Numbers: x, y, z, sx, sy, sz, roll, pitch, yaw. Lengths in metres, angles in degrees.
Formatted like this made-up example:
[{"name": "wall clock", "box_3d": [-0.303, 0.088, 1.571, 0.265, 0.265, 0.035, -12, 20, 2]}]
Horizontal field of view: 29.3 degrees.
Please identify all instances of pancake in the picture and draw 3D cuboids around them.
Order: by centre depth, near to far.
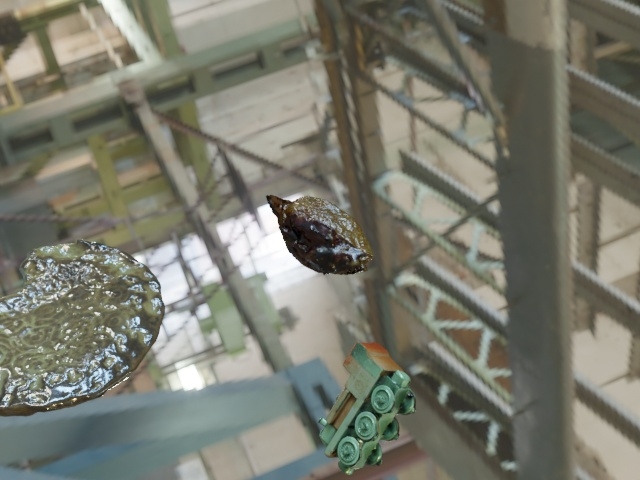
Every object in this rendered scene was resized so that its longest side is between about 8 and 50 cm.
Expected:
[{"name": "pancake", "box_3d": [-0.328, 0.095, 1.417, 0.288, 0.286, 0.033, -78, 173, -50]}]

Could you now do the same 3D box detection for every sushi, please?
[{"name": "sushi", "box_3d": [0.000, 0.000, 0.931, 0.099, 0.047, 0.050, 25, -61, 24]}]

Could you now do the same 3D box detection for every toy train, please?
[{"name": "toy train", "box_3d": [0.060, 0.242, 1.738, 0.118, 0.074, 0.176, 44, -68, 36]}]
